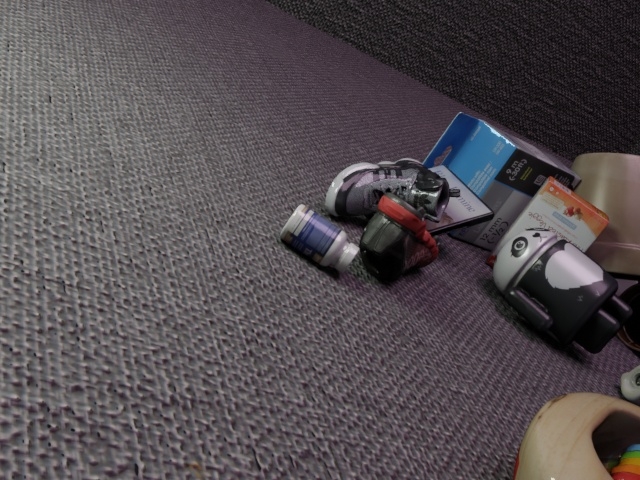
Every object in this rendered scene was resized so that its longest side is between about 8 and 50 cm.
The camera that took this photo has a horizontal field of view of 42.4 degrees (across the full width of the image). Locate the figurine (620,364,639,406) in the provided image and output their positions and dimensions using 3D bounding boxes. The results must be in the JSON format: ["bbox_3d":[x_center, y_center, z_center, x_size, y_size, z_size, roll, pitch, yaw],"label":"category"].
[{"bbox_3d":[0.694,0.348,1.568,0.209,0.092,0.215,35,19,-19],"label":"figurine"}]

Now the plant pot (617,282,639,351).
[{"bbox_3d":[0.800,0.195,1.947,0.165,0.167,0.167,23,22,-47],"label":"plant pot"}]

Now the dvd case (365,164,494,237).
[{"bbox_3d":[0.207,-0.074,1.694,0.253,0.022,0.180,-16,47,-27],"label":"dvd case"}]

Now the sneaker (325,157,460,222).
[{"bbox_3d":[0.146,-0.088,1.568,0.269,0.101,0.153,-17,30,-38],"label":"sneaker"}]

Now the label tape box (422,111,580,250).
[{"bbox_3d":[0.387,-0.116,1.878,0.348,0.249,0.115,17,27,-37],"label":"label tape box"}]

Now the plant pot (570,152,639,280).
[{"bbox_3d":[0.685,-0.054,1.958,0.323,0.280,0.323,6,-3,0],"label":"plant pot"}]

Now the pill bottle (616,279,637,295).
[{"bbox_3d":[0.788,0.069,2.236,0.117,0.117,0.215,31,21,-8],"label":"pill bottle"}]

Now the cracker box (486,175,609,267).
[{"bbox_3d":[0.496,-0.002,1.812,0.156,0.232,0.067,35,23,5],"label":"cracker box"}]

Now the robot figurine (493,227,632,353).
[{"bbox_3d":[0.482,0.095,1.663,0.278,0.173,0.209,42,10,20],"label":"robot figurine"}]

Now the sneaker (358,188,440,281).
[{"bbox_3d":[0.135,0.012,1.462,0.098,0.135,0.276,36,-3,22],"label":"sneaker"}]

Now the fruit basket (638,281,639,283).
[{"bbox_3d":[0.970,0.153,2.209,0.392,0.283,0.392,2,60,-4],"label":"fruit basket"}]

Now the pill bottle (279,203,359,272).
[{"bbox_3d":[0.000,0.000,1.331,0.120,0.067,0.067,34,21,1],"label":"pill bottle"}]

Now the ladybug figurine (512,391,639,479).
[{"bbox_3d":[0.371,0.335,1.009,0.305,0.162,0.449,43,24,25],"label":"ladybug figurine"}]
